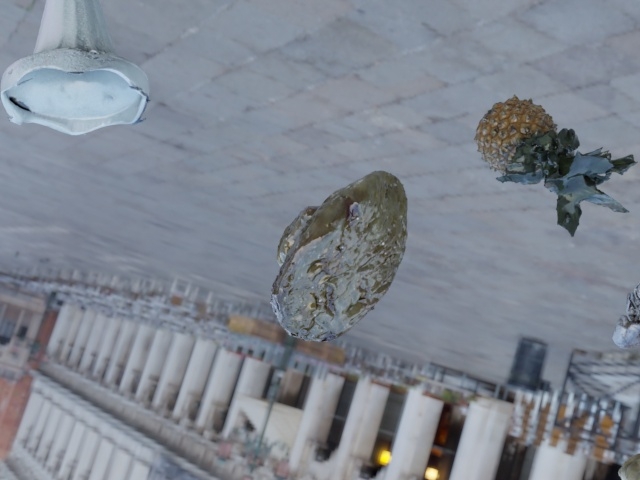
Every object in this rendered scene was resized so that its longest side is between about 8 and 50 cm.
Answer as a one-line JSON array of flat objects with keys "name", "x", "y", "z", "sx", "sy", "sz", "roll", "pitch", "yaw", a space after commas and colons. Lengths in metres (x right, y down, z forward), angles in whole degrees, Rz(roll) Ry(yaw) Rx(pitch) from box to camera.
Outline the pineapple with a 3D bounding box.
[{"name": "pineapple", "x": 0.300, "y": -0.104, "z": 1.204, "sx": 0.130, "sy": 0.119, "sz": 0.277, "roll": 23, "pitch": -164, "yaw": -19}]

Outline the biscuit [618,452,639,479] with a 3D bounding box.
[{"name": "biscuit", "x": 0.239, "y": 0.111, "z": 0.475, "sx": 0.070, "sy": 0.168, "sz": 0.082, "roll": 67, "pitch": 172, "yaw": -19}]

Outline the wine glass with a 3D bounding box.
[{"name": "wine glass", "x": -0.282, "y": -0.236, "z": 1.052, "sx": 0.165, "sy": 0.196, "sz": 0.165, "roll": -8, "pitch": 162, "yaw": -3}]

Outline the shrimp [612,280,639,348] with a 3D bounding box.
[{"name": "shrimp", "x": 0.454, "y": 0.076, "z": 1.266, "sx": 0.065, "sy": 0.165, "sz": 0.056, "roll": 13, "pitch": -167, "yaw": -38}]

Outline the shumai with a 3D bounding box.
[{"name": "shumai", "x": 0.002, "y": 0.010, "z": 0.736, "sx": 0.105, "sy": 0.139, "sz": 0.123, "roll": 5, "pitch": 155, "yaw": 28}]
